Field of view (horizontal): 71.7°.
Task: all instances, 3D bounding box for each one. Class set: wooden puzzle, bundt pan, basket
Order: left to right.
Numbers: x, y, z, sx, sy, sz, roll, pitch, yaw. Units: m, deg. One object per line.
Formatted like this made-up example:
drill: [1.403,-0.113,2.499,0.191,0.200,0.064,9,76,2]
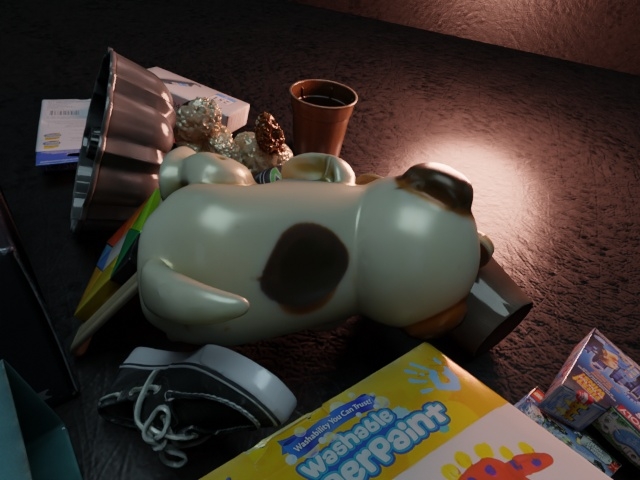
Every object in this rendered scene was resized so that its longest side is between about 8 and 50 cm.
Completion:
wooden puzzle: [-0.291,0.025,0.656,0.044,0.238,0.221,31,32,-28]
bundt pan: [-0.359,-0.163,0.810,0.124,0.331,0.331,11,34,-34]
basket: [0.226,0.071,0.757,0.204,0.154,0.227,-24,54,-23]

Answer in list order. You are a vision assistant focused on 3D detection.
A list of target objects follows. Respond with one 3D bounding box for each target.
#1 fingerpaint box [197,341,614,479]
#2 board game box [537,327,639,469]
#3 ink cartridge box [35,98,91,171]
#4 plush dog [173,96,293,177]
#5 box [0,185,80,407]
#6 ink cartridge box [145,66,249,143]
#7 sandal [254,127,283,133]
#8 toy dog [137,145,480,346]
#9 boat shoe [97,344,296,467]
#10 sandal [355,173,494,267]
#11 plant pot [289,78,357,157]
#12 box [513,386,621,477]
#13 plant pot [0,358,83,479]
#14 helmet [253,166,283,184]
fingerpaint box: [0.071,0.325,0.354,0.444,0.163,0.371,-18,37,-36]
board game box: [0.418,0.237,0.639,0.194,0.060,0.194,-8,44,-34]
ink cartridge box: [-0.551,-0.244,1.040,0.185,0.065,0.311,-9,41,-21]
plush dog: [-0.167,-0.159,0.922,0.225,0.262,0.211,-9,76,-7]
box: [-0.630,0.049,0.516,0.479,0.298,0.472,-23,52,-32]
ink cartridge box: [-0.370,-0.345,1.136,0.296,0.066,0.261,23,34,4]
sandal: [-0.149,-0.260,1.141,0.072,0.049,0.180,22,42,14]
toy dog: [0.000,0.000,0.584,0.407,0.285,0.395,0,-1,-6]
boat shoe: [-0.160,0.185,0.498,0.306,0.113,0.105,-4,38,38]
sandal: [0.172,-0.046,0.717,0.240,0.088,0.079,33,48,17]
plant pot: [-0.001,-0.295,1.121,0.166,0.165,0.167,5,40,-4]
box: [0.327,0.284,0.618,0.093,0.027,0.137,-20,49,-29]
plant pot: [-0.369,0.269,0.409,0.234,0.166,0.165,-26,51,-26]
helmet: [-0.073,-0.057,0.837,0.161,0.169,0.169,34,44,3]
